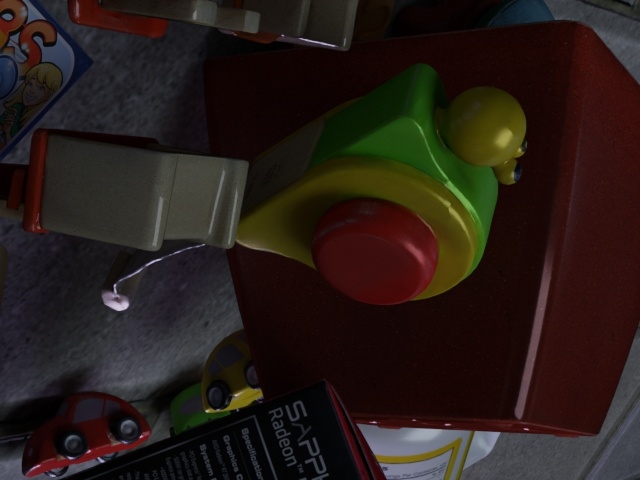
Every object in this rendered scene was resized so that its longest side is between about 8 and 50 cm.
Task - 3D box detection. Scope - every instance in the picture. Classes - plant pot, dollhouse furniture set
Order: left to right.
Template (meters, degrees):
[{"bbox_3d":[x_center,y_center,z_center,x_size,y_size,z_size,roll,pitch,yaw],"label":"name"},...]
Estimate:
[{"bbox_3d":[-0.102,-0.131,0.663,0.262,0.135,0.259,-1,102,-61],"label":"dollhouse furniture set"},{"bbox_3d":[0.086,0.013,0.883,0.267,0.267,0.235,21,70,-60],"label":"plant pot"}]

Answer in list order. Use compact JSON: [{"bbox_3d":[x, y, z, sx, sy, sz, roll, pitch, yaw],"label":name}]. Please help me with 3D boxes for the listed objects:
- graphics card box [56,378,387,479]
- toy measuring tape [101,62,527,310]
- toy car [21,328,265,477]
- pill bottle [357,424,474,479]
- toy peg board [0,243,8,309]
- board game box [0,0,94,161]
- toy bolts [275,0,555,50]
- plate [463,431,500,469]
[{"bbox_3d":[-0.138,0.199,0.735,0.371,0.094,0.233,-22,164,0],"label":"graphics card box"},{"bbox_3d":[0.000,0.000,0.751,0.121,0.121,0.330,-15,171,-47],"label":"toy measuring tape"},{"bbox_3d":[-0.107,0.133,1.023,0.239,0.053,0.225,-21,165,2],"label":"toy car"},{"bbox_3d":[0.048,0.163,1.173,0.188,0.188,0.334,-29,145,-34],"label":"pill bottle"},{"bbox_3d":[-0.242,0.050,0.654,0.160,0.079,0.161,59,30,-62],"label":"toy peg board"},{"bbox_3d":[-0.216,-0.101,0.650,0.136,0.035,0.201,-48,152,-5],"label":"board game box"},{"bbox_3d":[0.107,-0.152,0.922,0.218,0.158,0.228,-51,151,0],"label":"toy bolts"},{"bbox_3d":[0.155,0.191,1.506,0.278,0.045,0.277,-19,139,-44],"label":"plate"}]
